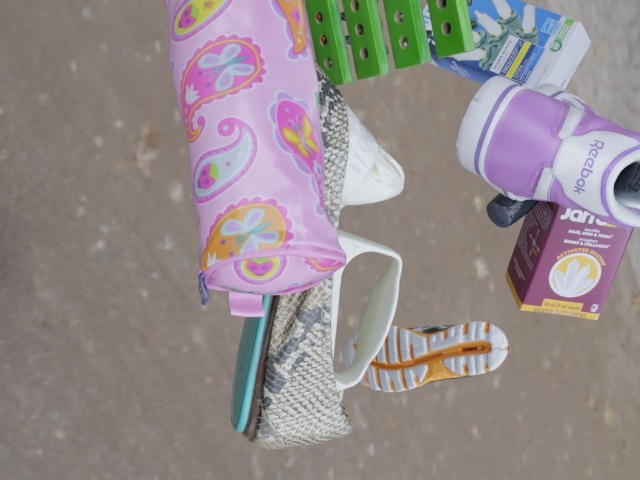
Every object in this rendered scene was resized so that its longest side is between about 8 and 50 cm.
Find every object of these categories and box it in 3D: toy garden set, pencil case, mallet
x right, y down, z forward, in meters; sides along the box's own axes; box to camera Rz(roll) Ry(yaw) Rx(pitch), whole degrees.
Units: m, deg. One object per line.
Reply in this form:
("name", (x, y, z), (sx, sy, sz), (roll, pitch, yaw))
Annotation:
("toy garden set", (0.072, -0.286, 1.282), (0.049, 0.244, 0.204), (-15, 96, -36))
("pencil case", (-0.057, -0.089, 0.936), (0.124, 0.124, 0.284), (25, 51, -59))
("mallet", (0.241, -0.062, 1.300), (0.062, 0.190, 0.039), (-36, 87, -20))

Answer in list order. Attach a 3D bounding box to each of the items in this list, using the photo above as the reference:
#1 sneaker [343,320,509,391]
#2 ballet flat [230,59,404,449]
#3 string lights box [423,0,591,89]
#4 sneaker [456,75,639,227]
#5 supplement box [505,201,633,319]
("sneaker", (0.131, 0.141, 1.447), (0.083, 0.214, 0.084), (8, 79, -68))
("ballet flat", (0.000, 0.000, 1.273), (0.164, 0.181, 0.483), (-118, -151, -69))
("string lights box", (0.283, -0.319, 1.896), (0.133, 0.259, 0.076), (-60, 149, -4))
("sneaker", (0.221, -0.058, 0.962), (0.282, 0.161, 0.102), (-13, 124, -66))
("supplement box", (0.301, -0.008, 1.401), (0.081, 0.104, 0.188), (-102, -158, -58))
